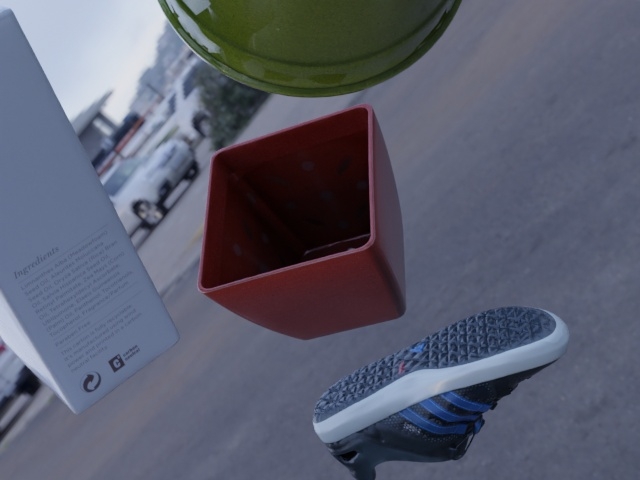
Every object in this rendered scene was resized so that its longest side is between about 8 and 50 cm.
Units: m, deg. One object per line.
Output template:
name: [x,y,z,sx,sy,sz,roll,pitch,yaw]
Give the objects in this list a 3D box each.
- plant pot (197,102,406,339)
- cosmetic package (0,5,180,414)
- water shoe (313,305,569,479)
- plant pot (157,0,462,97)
plant pot: [0.000,0.000,1.549,0.267,0.235,0.267,-15,50,20]
cosmetic package: [-0.359,-0.044,1.202,0.161,0.453,0.230,-37,37,-22]
water shoe: [0.094,0.113,0.753,0.203,0.080,0.073,-24,19,25]
plant pot: [-0.007,-0.362,0.989,0.366,0.366,0.353,-52,-4,-8]
